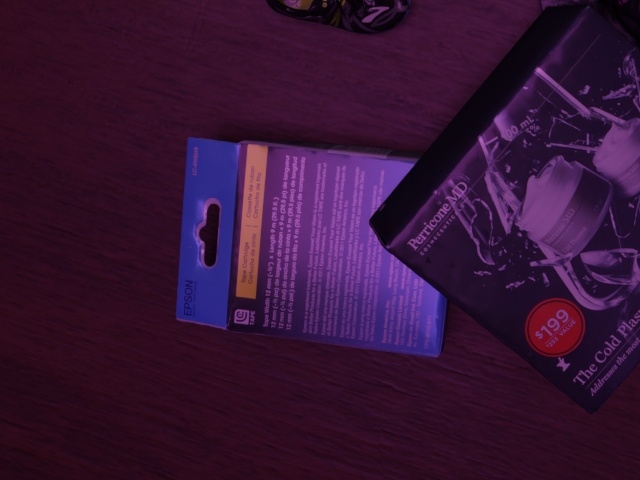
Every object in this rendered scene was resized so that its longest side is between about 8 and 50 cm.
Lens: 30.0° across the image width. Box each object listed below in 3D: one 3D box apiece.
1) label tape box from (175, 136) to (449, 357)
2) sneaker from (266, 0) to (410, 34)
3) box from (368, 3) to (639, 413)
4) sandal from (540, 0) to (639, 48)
[{"bbox_3d":[0.000,0.000,1.546,0.348,0.115,0.249,7,100,11],"label":"label tape box"},{"bbox_3d":[0.018,-0.297,1.504,0.188,0.078,0.067,9,102,8],"label":"sneaker"},{"bbox_3d":[0.286,-0.040,1.375,0.312,0.179,0.343,38,95,-9],"label":"box"},{"bbox_3d":[0.473,-0.282,1.386,0.446,0.107,0.167,10,107,20],"label":"sandal"}]
